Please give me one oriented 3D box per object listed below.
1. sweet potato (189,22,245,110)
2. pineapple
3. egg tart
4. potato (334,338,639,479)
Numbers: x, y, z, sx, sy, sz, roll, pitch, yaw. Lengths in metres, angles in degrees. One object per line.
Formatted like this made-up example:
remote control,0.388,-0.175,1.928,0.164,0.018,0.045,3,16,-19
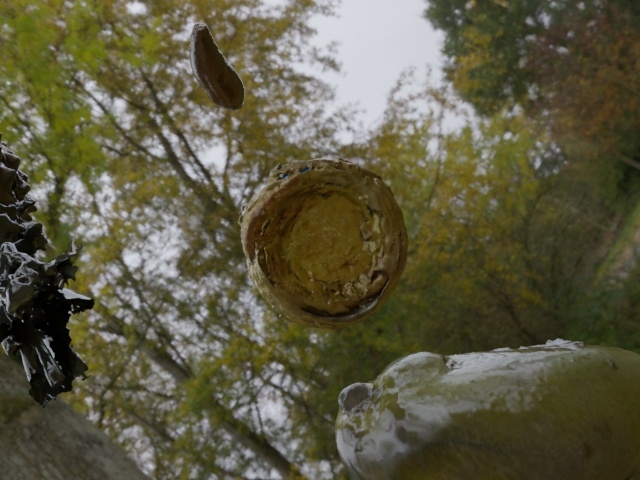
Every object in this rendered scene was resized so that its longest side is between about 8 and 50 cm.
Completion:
sweet potato,-0.151,-0.240,1.161,0.058,0.078,0.255,-30,-13,1
pineapple,-0.291,-0.012,0.610,0.175,0.361,0.175,-20,-57,-34
egg tart,0.000,0.000,1.231,0.291,0.290,0.107,-61,10,7
potato,0.184,0.193,0.687,0.218,0.350,0.203,112,172,-51
